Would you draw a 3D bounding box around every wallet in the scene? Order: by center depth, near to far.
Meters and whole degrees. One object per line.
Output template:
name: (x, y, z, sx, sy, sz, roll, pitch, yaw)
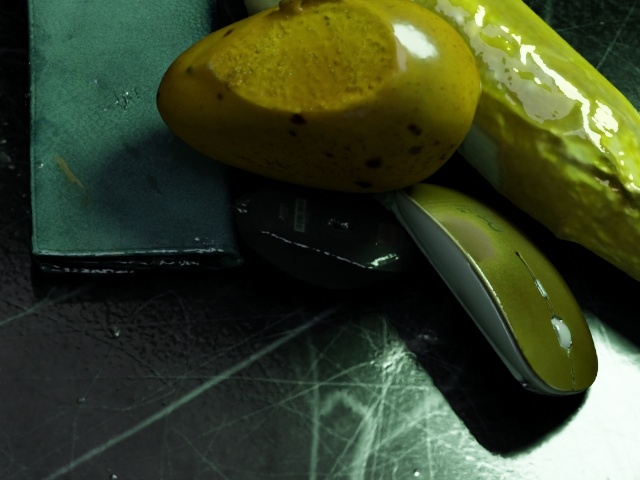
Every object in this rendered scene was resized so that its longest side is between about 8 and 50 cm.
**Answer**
wallet: (-0.180, -0.130, 1.836, 0.191, 0.046, 0.379, -2, 56, -7)

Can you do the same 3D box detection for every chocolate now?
chocolate: (0.203, -0.111, 1.795, 0.162, 0.162, 0.445, -36, 67, -27)

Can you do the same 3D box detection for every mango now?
mango: (0.000, -0.123, 1.724, 0.290, 0.191, 0.160, 0, 72, 18)

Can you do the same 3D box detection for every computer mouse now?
computer mouse: (0.157, 0.033, 1.729, 0.126, 0.056, 0.245, 4, 44, -49)
computer mouse: (0.000, 0.000, 1.751, 0.172, 0.057, 0.099, 13, 43, -7)

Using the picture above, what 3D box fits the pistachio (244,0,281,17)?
pistachio: (-0.006, -0.261, 1.902, 0.185, 0.124, 0.124, -29, 62, -28)
